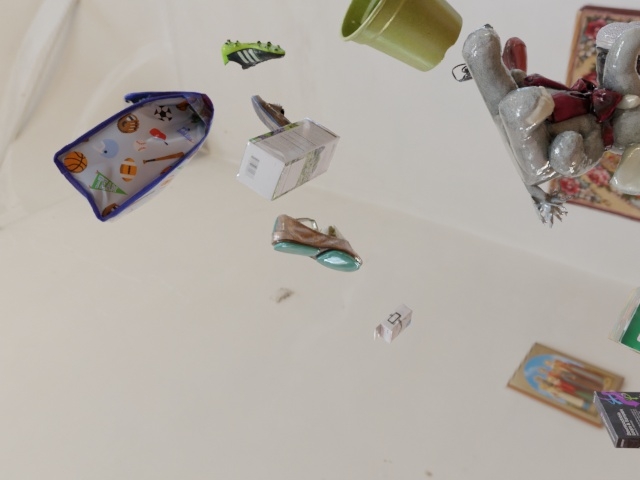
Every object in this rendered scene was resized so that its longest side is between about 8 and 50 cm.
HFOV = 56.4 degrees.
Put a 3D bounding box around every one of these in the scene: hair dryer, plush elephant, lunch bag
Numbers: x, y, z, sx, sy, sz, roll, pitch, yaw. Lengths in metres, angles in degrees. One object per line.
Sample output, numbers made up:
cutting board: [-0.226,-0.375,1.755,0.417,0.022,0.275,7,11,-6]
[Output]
hair dryer: [0.619,-0.608,2.082,0.080,0.293,0.223,15,-65,-43]
plush elephant: [0.408,-0.191,0.898,0.330,0.256,0.271,55,-162,-30]
lunch bag: [-0.454,-0.238,1.528,0.386,0.328,0.238,-37,-77,-11]

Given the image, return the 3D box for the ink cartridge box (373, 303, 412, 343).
ink cartridge box: [0.143,0.168,1.172,0.083,0.028,0.048,-37,-33,-27]

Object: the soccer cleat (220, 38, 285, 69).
soccer cleat: [-0.180,-0.498,1.608,0.060,0.179,0.072,-71,-15,-52]

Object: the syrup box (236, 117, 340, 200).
syrup box: [-0.062,-0.176,1.252,0.237,0.096,0.093,-38,-23,-54]

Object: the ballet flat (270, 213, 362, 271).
ballet flat: [0.000,0.000,1.591,0.316,0.108,0.106,21,-123,-44]

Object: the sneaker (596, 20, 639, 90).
sneaker: [0.601,-0.312,1.082,0.269,0.101,0.153,-7,-55,-17]

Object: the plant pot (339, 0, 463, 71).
plant pot: [0.232,-0.599,1.614,0.254,0.276,0.275,26,-95,-22]

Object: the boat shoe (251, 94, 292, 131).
boat shoe: [-0.135,-0.362,1.734,0.066,0.183,0.066,-33,-19,-12]

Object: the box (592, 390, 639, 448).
box: [0.570,0.308,1.026,0.116,0.162,0.029,-79,-11,-63]

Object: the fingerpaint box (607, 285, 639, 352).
fingerpaint box: [0.920,0.261,1.355,0.163,0.445,0.371,-65,-24,3]
